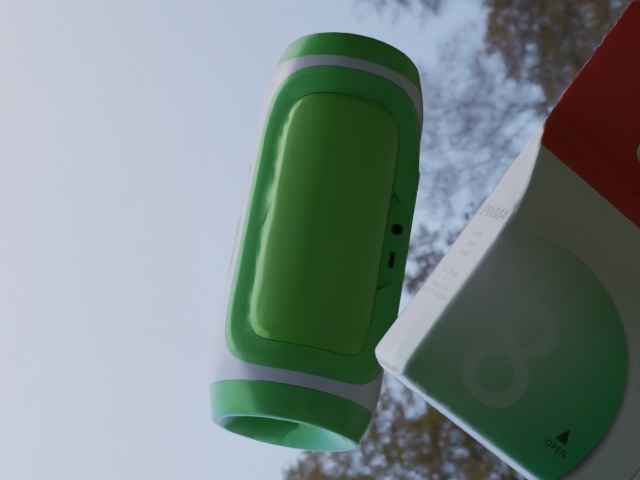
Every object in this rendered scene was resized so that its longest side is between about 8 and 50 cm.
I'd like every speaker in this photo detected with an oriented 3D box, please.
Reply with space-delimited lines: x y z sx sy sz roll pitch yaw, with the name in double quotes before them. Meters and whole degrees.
"speaker" 0.000 0.000 1.038 0.131 0.131 0.297 32 -119 -48

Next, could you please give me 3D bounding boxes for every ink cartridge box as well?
"ink cartridge box" 0.162 0.023 0.693 0.181 0.225 0.056 38 179 -18
